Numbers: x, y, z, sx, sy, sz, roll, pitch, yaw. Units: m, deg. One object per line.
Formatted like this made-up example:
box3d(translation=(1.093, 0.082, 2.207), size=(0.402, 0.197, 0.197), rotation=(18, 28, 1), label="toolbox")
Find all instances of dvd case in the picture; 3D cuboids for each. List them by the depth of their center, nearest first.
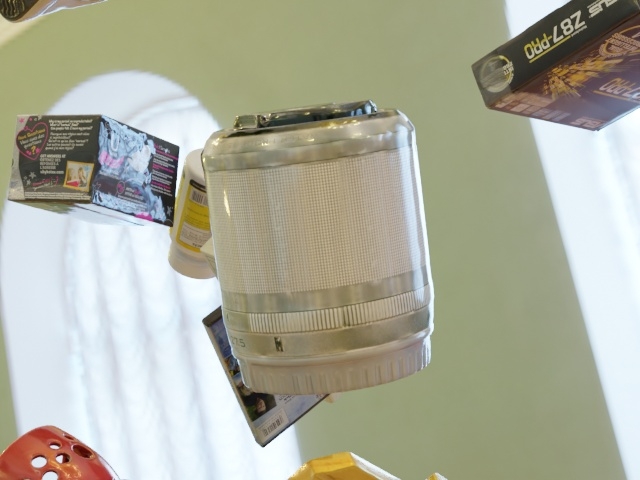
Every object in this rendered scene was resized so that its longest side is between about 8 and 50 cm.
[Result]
box3d(translation=(-0.050, 0.145, 1.721), size=(0.180, 0.022, 0.253), rotation=(-37, -47, -21), label="dvd case")

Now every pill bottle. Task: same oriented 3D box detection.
box3d(translation=(-0.195, -0.044, 2.176), size=(0.119, 0.119, 0.209), rotation=(-3, -52, -30), label="pill bottle")

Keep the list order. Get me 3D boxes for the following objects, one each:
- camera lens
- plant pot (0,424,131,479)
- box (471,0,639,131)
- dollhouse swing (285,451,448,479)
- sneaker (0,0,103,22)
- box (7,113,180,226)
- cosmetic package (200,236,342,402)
box3d(translation=(0.000, 0.000, 1.300), size=(0.219, 0.274, 0.219), rotation=(-7, 7, 1), label="camera lens")
box3d(translation=(-0.345, 0.368, 1.719), size=(0.174, 0.191, 0.191), rotation=(23, 0, 25), label="plant pot")
box3d(translation=(0.495, -0.315, 2.180), size=(0.318, 0.097, 0.394), rotation=(-28, -20, 35), label="box")
box3d(translation=(0.060, 0.490, 1.621), size=(0.347, 0.315, 0.305), rotation=(-43, -35, 13), label="dollhouse swing")
box3d(translation=(-0.228, -0.313, 1.326), size=(0.290, 0.106, 0.123), rotation=(-12, 9, 46), label="sneaker")
box3d(translation=(-0.353, -0.109, 2.003), size=(0.163, 0.142, 0.247), rotation=(3, -7, 23), label="box")
box3d(translation=(-0.044, 0.094, 1.972), size=(0.153, 0.129, 0.296), rotation=(19, -35, 42), label="cosmetic package")
